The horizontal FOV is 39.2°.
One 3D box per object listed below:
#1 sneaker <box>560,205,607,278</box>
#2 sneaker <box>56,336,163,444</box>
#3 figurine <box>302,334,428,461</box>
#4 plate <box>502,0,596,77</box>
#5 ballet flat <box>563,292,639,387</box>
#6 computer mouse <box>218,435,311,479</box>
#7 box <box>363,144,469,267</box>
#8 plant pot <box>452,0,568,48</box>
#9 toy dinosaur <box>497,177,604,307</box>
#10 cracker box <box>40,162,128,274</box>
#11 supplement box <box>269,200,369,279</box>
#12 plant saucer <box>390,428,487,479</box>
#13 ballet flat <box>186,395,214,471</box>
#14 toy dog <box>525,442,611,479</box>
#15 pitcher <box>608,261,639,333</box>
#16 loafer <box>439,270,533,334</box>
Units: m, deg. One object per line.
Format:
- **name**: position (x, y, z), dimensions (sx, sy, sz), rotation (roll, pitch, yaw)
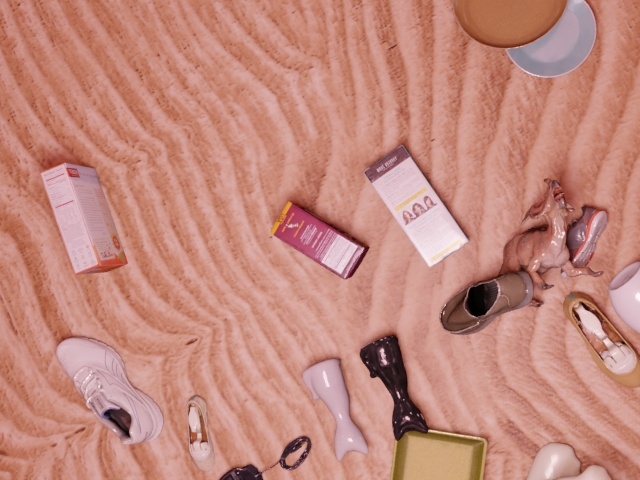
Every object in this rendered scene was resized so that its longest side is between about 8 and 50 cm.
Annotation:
- **sneaker**: position (0.524, 0.002, 1.834), dimensions (0.065, 0.061, 0.158), rotation (33, 101, 38)
- **sneaker**: position (-0.466, 0.322, 1.951), dimensions (0.297, 0.129, 0.111), rotation (43, 98, 8)
- **figurine**: position (0.094, 0.331, 1.858), dimensions (0.215, 0.092, 0.209), rotation (-23, 75, 9)
- **plate**: position (0.470, -0.427, 1.852), dimensions (0.188, 0.024, 0.188), rotation (0, 89, 10)
- **ballet flat**: position (0.569, 0.206, 1.806), dimensions (0.080, 0.073, 0.232), rotation (-41, 84, 7)
- **computer mouse**: position (-0.124, 0.493, 1.943), dimensions (0.242, 0.041, 0.071), rotation (-30, 94, 1)
- **box**: position (0.200, -0.070, 1.875), dimensions (0.100, 0.060, 0.244), rotation (-34, 84, 7)
- **plant pot**: position (0.390, -0.499, 1.840), dimensions (0.236, 0.032, 0.236), rotation (-3, 79, 19)
- **toy dinosaur**: position (0.425, 0.015, 1.799), dimensions (0.295, 0.127, 0.200), rotation (-38, 61, 44)
- **cracker box**: position (-0.509, -0.045, 1.946), dimensions (0.067, 0.156, 0.232), rotation (-20, 86, 9)
- **supplement box**: position (0.000, 0.000, 1.887), dimensions (0.188, 0.104, 0.081), rotation (31, 94, 8)
- **plant saucer**: position (0.242, 0.485, 1.873), dimensions (0.188, 0.045, 0.188), rotation (7, 91, 10)
- **ballet flat**: position (-0.269, 0.424, 1.955), dimensions (0.057, 0.052, 0.168), rotation (-10, 88, 9)
- **toy dog**: position (0.465, 0.593, 1.652), dimensions (0.284, 0.408, 0.395), rotation (40, 96, 8)
- **pitcher**: position (0.686, 0.124, 1.775), dimensions (0.207, 0.125, 0.178), rotation (44, 76, -3)
- **loafer**: position (0.309, 0.120, 1.784), dimensions (0.087, 0.251, 0.094), rotation (5, 63, -31)
